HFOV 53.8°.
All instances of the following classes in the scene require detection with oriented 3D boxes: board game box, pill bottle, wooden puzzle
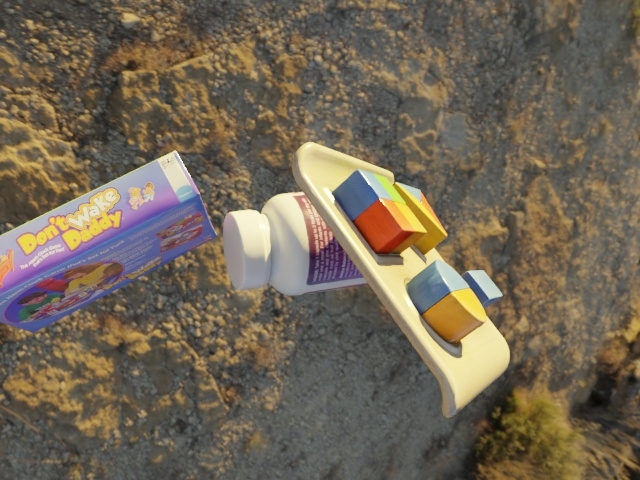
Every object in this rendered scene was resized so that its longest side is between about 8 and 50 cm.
[{"bbox_3d":[-0.343,0.012,0.976,0.347,0.078,0.233,-28,168,-10],"label":"board game box"},{"bbox_3d":[0.000,0.000,1.042,0.302,0.169,0.169,-7,115,-22],"label":"pill bottle"},{"bbox_3d":[0.136,0.028,0.818,0.080,0.348,0.322,-36,163,20],"label":"wooden puzzle"}]
